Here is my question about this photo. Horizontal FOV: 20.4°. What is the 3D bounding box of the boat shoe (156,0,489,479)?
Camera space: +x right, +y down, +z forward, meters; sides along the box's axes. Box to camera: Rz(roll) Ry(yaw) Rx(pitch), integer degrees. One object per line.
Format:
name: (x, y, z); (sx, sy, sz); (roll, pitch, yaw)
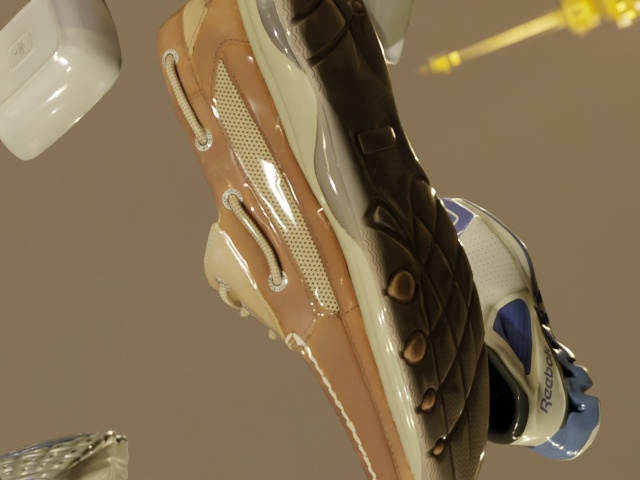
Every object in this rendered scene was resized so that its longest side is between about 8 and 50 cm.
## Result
boat shoe: (0.000, 0.000, 0.985); (0.123, 0.116, 0.324); (-7, -102, -62)

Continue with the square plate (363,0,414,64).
square plate: (-0.020, -0.421, 2.110); (0.344, 0.049, 0.347); (23, -111, -25)

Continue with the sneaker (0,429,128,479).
sneaker: (-0.203, 0.227, 1.479); (0.297, 0.111, 0.129); (48, -151, -81)

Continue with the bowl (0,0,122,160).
bowl: (-0.249, -0.157, 1.584); (0.053, 0.142, 0.142); (32, -154, -41)

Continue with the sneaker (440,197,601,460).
sneaker: (0.153, 0.088, 1.839); (0.182, 0.127, 0.315); (5, -132, -52)
